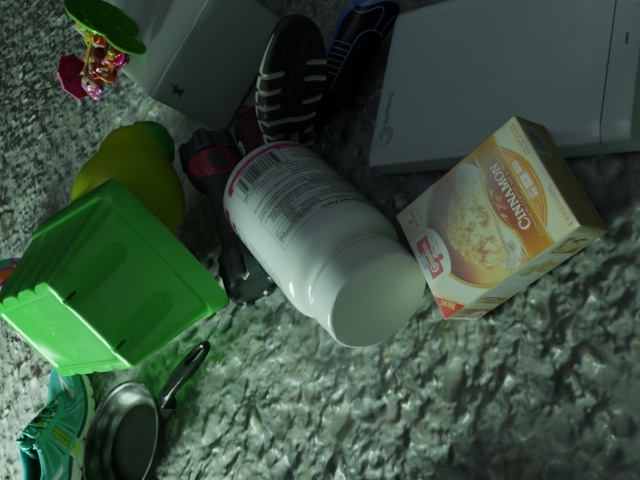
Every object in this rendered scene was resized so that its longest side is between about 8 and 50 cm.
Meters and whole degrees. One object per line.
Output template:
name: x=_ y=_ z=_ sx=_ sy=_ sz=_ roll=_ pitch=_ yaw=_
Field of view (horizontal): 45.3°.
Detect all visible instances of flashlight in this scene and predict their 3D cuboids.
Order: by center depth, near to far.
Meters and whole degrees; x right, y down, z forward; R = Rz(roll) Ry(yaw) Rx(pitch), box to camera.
flashlight: x=-0.145 y=-0.039 z=1.200 sx=0.103 sy=0.103 sz=0.304 roll=-36 pitch=55 yaw=23

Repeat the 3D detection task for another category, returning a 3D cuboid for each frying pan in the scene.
frying pan: x=-0.282 y=0.268 z=1.225 sx=0.197 sy=0.053 sz=0.326 roll=31 pitch=93 yaw=47

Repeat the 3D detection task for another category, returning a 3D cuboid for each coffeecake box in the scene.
coffeecake box: x=0.191 y=-0.019 z=0.838 sx=0.185 sy=0.068 sz=0.142 roll=-42 pitch=58 yaw=34

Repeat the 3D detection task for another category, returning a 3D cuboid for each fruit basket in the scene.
fruit basket: x=-0.304 y=0.005 z=1.199 sx=0.392 sy=0.283 sz=0.392 roll=-36 pitch=18 yaw=14

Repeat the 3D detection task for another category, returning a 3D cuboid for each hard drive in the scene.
hard drive: x=0.224 y=-0.206 z=0.937 sx=0.353 sy=0.047 sz=0.233 roll=-1 pitch=72 yaw=45

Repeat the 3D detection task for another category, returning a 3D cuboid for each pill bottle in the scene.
pill bottle: x=0.000 y=0.000 z=0.983 sx=0.160 sy=0.160 sz=0.283 roll=-55 pitch=44 yaw=12

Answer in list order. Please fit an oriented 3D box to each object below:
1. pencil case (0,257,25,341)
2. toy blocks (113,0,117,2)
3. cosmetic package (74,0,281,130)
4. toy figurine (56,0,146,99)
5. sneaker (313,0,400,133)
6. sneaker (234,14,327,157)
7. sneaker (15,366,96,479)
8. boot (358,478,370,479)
pencil case: x=-0.609 y=0.122 z=1.585 sx=0.236 sy=0.104 sz=0.104 roll=36 pitch=99 yaw=45
toy blocks: x=-0.356 y=-0.517 z=1.408 sx=0.148 sy=0.054 sz=0.123 roll=-54 pitch=45 yaw=11
cosmetic package: x=-0.280 y=-0.405 z=1.442 sx=0.230 sy=0.161 sz=0.453 roll=-58 pitch=43 yaw=9
toy figurine: x=-0.394 y=-0.312 z=1.341 sx=0.173 sy=0.130 sz=0.159 roll=45 pitch=122 yaw=20
sneaker: x=0.044 y=-0.255 z=1.113 sx=0.232 sy=0.081 sz=0.091 roll=-47 pitch=50 yaw=35
sneaker: x=-0.078 y=-0.199 z=1.112 sx=0.162 sy=0.106 sz=0.282 roll=40 pitch=134 yaw=45
sneaker: x=-0.466 y=0.337 z=1.333 sx=0.107 sy=0.110 sz=0.276 roll=-21 pitch=58 yaw=38
boot: x=0.070 y=0.396 z=0.783 sx=0.203 sy=0.095 sz=0.262 roll=7 pitch=76 yaw=46
